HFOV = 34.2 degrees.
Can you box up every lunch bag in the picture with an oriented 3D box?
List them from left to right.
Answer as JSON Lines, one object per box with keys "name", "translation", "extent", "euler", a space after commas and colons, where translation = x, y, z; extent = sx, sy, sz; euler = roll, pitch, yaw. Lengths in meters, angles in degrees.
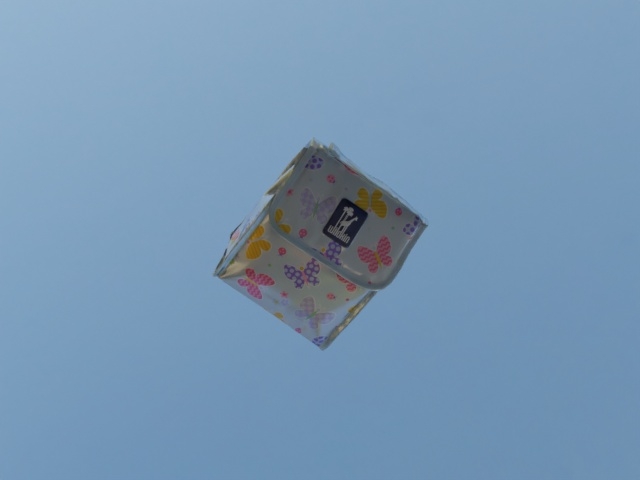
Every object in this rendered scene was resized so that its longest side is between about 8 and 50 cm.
{"name": "lunch bag", "translation": [0.000, 0.000, 0.496], "extent": [0.083, 0.071, 0.053], "euler": [-48, -167, 28]}
